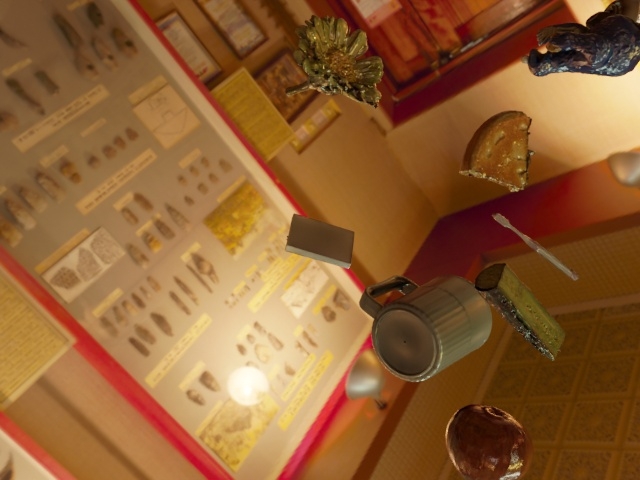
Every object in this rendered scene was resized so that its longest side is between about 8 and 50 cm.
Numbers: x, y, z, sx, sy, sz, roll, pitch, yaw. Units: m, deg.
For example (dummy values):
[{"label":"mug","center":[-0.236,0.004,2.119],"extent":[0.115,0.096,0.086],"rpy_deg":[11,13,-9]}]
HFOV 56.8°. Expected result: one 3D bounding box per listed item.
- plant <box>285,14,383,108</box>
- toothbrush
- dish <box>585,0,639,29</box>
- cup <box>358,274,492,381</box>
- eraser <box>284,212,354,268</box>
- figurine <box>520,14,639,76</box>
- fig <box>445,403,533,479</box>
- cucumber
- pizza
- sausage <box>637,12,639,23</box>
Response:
[{"label":"plant","center":[0.020,-0.465,1.652],"extent":[0.297,0.305,0.261],"rpy_deg":[-27,-156,13]},{"label":"toothbrush","center":[0.662,0.019,1.821],"extent":[0.024,0.354,0.029],"rpy_deg":[-54,-167,6]},{"label":"dish","center":[0.621,-0.471,1.292],"extent":[0.141,0.078,0.141],"rpy_deg":[-164,-90,-89]},{"label":"cup","center":[0.319,0.235,1.803],"extent":[0.311,0.331,0.257],"rpy_deg":[-16,165,-49]},{"label":"eraser","center":[0.000,0.000,1.327],"extent":[0.023,0.151,0.103],"rpy_deg":[115,-12,-46]},{"label":"figurine","center":[0.534,-0.369,1.156],"extent":[0.263,0.120,0.164],"rpy_deg":[-4,-150,29]},{"label":"fig","center":[0.380,0.474,1.337],"extent":[0.205,0.205,0.205],"rpy_deg":[-36,-165,11]},{"label":"cucumber","center":[0.377,0.140,1.121],"extent":[0.062,0.211,0.078],"rpy_deg":[-20,-151,52]},{"label":"pizza","center":[0.492,-0.225,1.617],"extent":[0.289,0.228,0.081],"rpy_deg":[-46,-160,-24]},{"label":"sausage","center":[0.903,-0.664,1.653],"extent":[0.348,0.094,0.097],"rpy_deg":[105,4,-48]}]
